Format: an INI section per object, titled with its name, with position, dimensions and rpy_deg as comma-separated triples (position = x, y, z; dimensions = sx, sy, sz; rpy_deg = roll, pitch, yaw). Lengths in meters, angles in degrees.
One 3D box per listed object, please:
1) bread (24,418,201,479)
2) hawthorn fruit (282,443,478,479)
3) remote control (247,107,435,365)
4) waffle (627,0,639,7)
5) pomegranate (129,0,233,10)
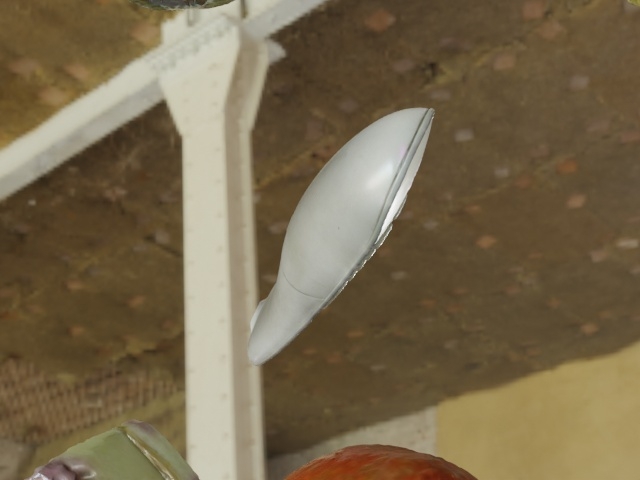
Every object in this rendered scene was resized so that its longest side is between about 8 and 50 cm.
[bread]
position = -0.109, 0.312, 0.875
dimensions = 0.155, 0.338, 0.187
rpy_deg = -47, -12, 14
[hawthorn fruit]
position = 0.010, 0.243, 0.636
dimensions = 0.262, 0.210, 0.210
rpy_deg = -34, -19, -21
[remote control]
position = 0.000, 0.000, 0.594
dimensions = 0.044, 0.073, 0.229
rpy_deg = 28, -31, -8
[waffle]
position = 0.288, -0.289, 0.741
dimensions = 0.281, 0.058, 0.301
rpy_deg = 42, -63, 0
[pomegranate]
position = -0.196, -0.482, 1.514
dimensions = 0.285, 0.340, 0.285
rpy_deg = -6, -6, -1
